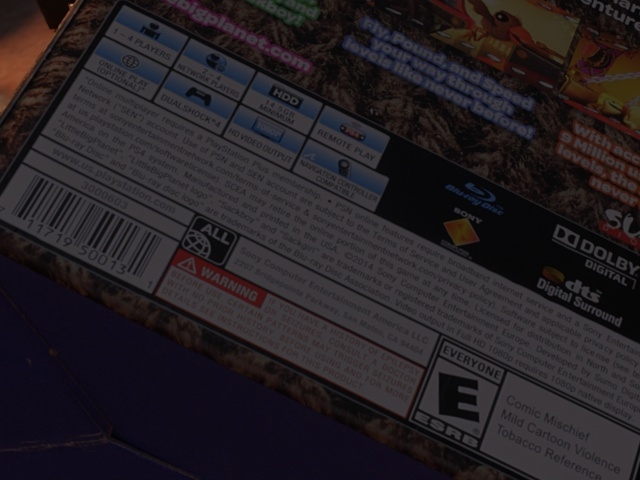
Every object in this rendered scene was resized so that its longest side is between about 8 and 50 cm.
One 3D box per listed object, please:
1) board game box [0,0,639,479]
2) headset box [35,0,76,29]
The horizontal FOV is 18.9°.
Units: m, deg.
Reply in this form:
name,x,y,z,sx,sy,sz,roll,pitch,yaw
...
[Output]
name,x,y,z,sx,sy,sz,roll,pitch,yaw
board game box,0.021,-0.016,0.683,0.232,0.141,0.291,27,49,-1
headset box,-0.124,-0.154,1.079,0.062,0.032,0.083,-10,41,14
